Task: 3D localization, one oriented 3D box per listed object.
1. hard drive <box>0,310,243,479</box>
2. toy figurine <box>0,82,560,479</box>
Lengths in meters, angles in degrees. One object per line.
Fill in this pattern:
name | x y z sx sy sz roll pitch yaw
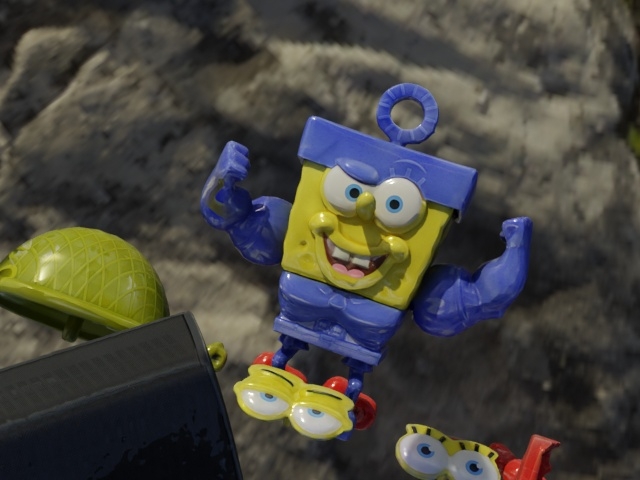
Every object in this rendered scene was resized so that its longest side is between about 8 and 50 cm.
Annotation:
hard drive | -0.105 0.176 0.950 0.172 0.054 0.254 -16 112 -29
toy figurine | 0.000 0.000 1.217 0.363 0.191 0.217 20 91 9
